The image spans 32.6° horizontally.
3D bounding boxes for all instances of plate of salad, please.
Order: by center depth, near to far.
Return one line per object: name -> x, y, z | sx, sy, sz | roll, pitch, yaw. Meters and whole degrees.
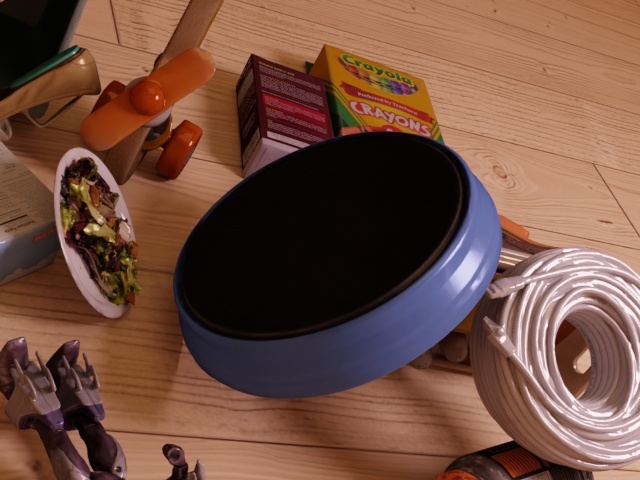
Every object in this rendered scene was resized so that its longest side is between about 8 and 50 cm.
plate of salad -> -0.245, -0.011, 1.245 | 0.048, 0.200, 0.200 | -12, 34, 14

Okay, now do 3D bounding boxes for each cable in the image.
cable -> 0.293, 0.135, 1.249 | 0.257, 0.089, 0.257 | -23, 88, -32

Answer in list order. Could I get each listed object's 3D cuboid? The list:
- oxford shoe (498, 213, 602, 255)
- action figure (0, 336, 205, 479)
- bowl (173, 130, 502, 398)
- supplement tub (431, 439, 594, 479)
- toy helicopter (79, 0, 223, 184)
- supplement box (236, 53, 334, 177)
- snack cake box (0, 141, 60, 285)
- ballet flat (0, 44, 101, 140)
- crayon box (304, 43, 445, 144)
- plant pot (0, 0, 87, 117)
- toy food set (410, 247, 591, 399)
oxford shoe -> 0.300, 0.067, 1.538 | 0.133, 0.130, 0.364 | -15, 27, -38
action figure -> -0.212, 0.224, 1.034 | 0.185, 0.099, 0.285 | -7, 52, -49
bowl -> 0.008, 0.010, 1.258 | 0.391, 0.391, 0.077 | -88, 157, -52
supplement tub -> 0.216, 0.292, 1.253 | 0.190, 0.117, 0.117 | -5, 49, -41
toy helicopter -> -0.190, -0.226, 1.381 | 0.140, 0.355, 0.235 | 30, 17, -3
supplement box -> -0.054, -0.177, 1.673 | 0.130, 0.073, 0.239 | 17, 38, -21
snack cake box -> -0.417, -0.009, 1.174 | 0.152, 0.089, 0.264 | 43, 36, 14
ballet flat -> -0.380, -0.162, 1.353 | 0.080, 0.232, 0.073 | -119, -176, -65
crayon box -> 0.088, -0.212, 1.819 | 0.202, 0.081, 0.318 | 15, 37, -21
plant pot -> -0.435, -0.349, 1.463 | 0.248, 0.247, 0.252 | 21, 19, -15
toy food set -> 0.238, 0.126, 1.387 | 0.306, 0.219, 0.092 | 13, 41, -25
